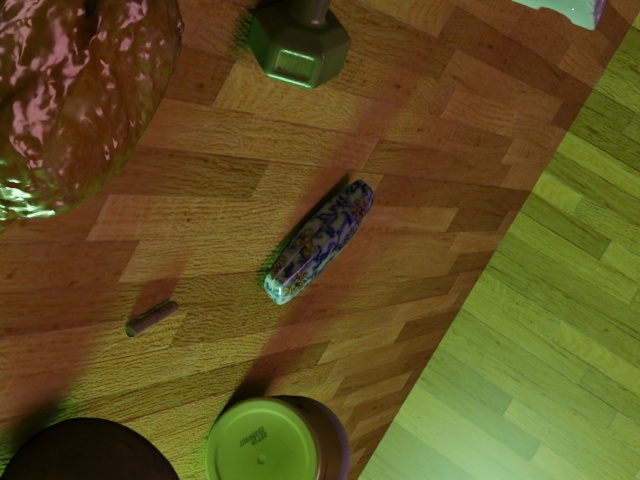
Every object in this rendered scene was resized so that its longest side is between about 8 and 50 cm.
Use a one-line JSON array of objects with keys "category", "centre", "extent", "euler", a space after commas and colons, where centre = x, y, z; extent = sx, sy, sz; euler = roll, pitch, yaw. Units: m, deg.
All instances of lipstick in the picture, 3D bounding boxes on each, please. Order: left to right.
[{"category": "lipstick", "centre": [-0.225, 0.105, 1.674], "extent": [0.094, 0.019, 0.019], "euler": [-32, 150, -54]}]

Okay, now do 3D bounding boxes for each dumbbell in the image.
[{"category": "dumbbell", "centre": [0.005, -0.318, 1.402], "extent": [0.108, 0.121, 0.302], "euler": [-82, -170, -54]}]

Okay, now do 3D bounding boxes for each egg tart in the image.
[{"category": "egg tart", "centre": [-0.227, -0.154, 1.017], "extent": [0.351, 0.153, 0.340], "euler": [-49, 158, -25]}]

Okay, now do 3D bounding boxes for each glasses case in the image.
[{"category": "glasses case", "centre": [0.000, 0.000, 2.005], "extent": [0.248, 0.065, 0.087], "euler": [-47, 158, -25]}]

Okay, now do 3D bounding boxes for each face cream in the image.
[{"category": "face cream", "centre": [-0.074, 0.384, 2.222], "extent": [0.218, 0.218, 0.179], "euler": [-58, 161, 4]}]

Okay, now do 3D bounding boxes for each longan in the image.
[{"category": "longan", "centre": [-0.291, 0.338, 1.556], "extent": [0.246, 0.246, 0.215], "euler": [-45, 166, -31]}]

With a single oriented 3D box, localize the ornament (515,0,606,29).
[{"category": "ornament", "centre": [0.301, -0.463, 1.661], "extent": [0.239, 0.239, 0.240], "euler": [-64, 163, -6]}]
